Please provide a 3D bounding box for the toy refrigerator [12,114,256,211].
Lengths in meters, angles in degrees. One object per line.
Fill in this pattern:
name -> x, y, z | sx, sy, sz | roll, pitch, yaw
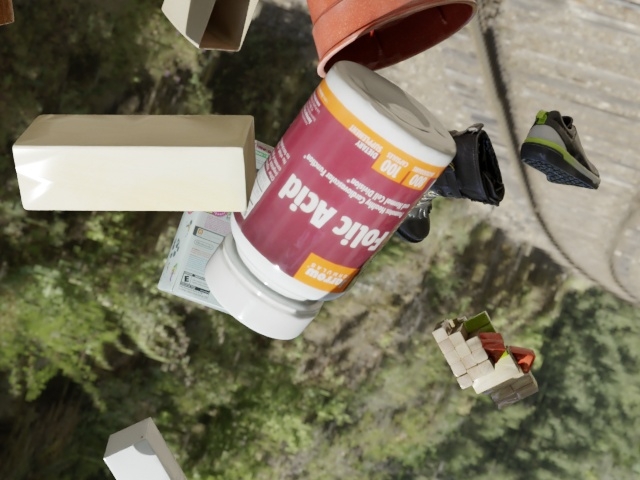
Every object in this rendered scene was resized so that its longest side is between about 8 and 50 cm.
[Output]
toy refrigerator -> -0.218, -0.091, 1.139 | 0.270, 0.094, 0.102 | 1, -151, 3

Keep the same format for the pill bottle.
pill bottle -> 0.004, -0.052, 1.422 | 0.224, 0.392, 0.224 | 31, -158, -14

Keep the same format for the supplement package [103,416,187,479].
supplement package -> -0.376, 0.496, 2.040 | 0.105, 0.105, 0.179 | -103, -12, -73

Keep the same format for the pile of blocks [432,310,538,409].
pile of blocks -> 0.307, 0.194, 1.658 | 0.362, 0.113, 0.148 | 37, -152, -61

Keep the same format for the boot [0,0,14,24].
boot -> -0.640, -0.495, 1.580 | 0.096, 0.280, 0.264 | 19, -157, 29

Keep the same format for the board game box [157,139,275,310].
board game box -> -0.130, -0.019, 1.687 | 0.224, 0.303, 0.097 | 22, 171, -22

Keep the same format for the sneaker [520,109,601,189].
sneaker -> 0.392, -0.145, 1.483 | 0.084, 0.097, 0.235 | 13, 176, 33

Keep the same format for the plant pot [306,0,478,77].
plant pot -> 0.077, -0.437, 1.506 | 0.273, 0.265, 0.272 | -21, 175, -2

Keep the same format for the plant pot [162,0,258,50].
plant pot -> -0.166, -0.349, 1.378 | 0.096, 0.109, 0.109 | 31, -158, 20

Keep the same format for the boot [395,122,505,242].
boot -> 0.210, -0.087, 1.600 | 0.229, 0.091, 0.262 | 15, 135, 41
